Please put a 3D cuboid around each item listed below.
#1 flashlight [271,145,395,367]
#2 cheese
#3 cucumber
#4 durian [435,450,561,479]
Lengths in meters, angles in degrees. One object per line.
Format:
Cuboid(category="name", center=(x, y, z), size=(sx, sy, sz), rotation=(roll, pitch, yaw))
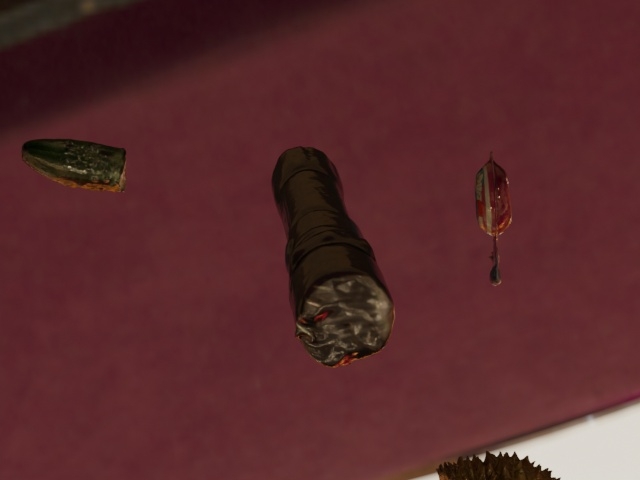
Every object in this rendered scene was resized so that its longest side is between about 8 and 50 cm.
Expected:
Cuboid(category="flashlight", center=(0.000, 0.000, 1.790), size=(0.103, 0.424, 0.103), rotation=(-2, 111, -6))
Cuboid(category="cheese", center=(0.187, -0.024, 1.899), size=(0.038, 0.145, 0.095), rotation=(-3, 179, 4))
Cuboid(category="cucumber", center=(-0.250, -0.072, 1.776), size=(0.107, 0.035, 0.067), rotation=(8, 152, -4))
Cuboid(category="durian", center=(0.224, 0.327, 1.903), size=(0.138, 0.237, 0.193), rotation=(-14, 139, -7))
